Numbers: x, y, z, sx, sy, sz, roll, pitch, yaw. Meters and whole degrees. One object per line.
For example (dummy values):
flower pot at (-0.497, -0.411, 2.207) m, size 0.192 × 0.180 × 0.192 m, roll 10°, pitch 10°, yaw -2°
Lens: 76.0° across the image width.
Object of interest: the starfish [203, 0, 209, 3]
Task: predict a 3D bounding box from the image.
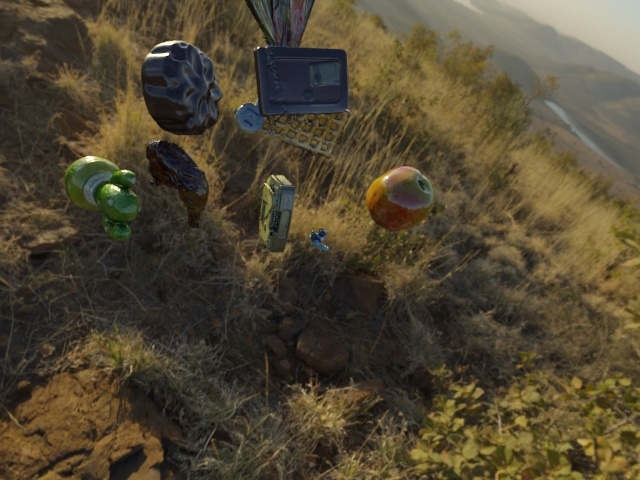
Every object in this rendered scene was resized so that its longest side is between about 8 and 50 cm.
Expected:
starfish at (-0.355, -0.813, 1.138) m, size 0.060 × 0.299 × 0.302 m, roll 7°, pitch -9°, yaw 16°

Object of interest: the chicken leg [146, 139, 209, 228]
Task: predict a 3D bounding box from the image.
chicken leg at (-0.459, -0.180, 1.343) m, size 0.322 × 0.177 × 0.083 m, roll 52°, pitch 28°, yaw -27°

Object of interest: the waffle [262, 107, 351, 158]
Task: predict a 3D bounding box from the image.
waffle at (-0.074, -0.559, 1.878) m, size 0.376 × 0.261 × 0.114 m, roll 20°, pitch 33°, yaw -15°

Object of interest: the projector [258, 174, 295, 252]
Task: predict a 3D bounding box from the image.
projector at (-0.176, -0.108, 1.565) m, size 0.088 × 0.269 × 0.193 m, roll 1°, pitch 25°, yaw -24°

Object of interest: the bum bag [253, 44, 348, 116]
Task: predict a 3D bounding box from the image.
bum bag at (-0.029, -0.264, 0.683) m, size 0.160 × 0.109 × 0.026 m, roll -7°, pitch 17°, yaw -19°

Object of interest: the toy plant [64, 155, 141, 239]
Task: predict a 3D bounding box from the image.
toy plant at (-0.687, -0.150, 1.342) m, size 0.316 × 0.224 × 0.184 m, roll 32°, pitch 16°, yaw 30°

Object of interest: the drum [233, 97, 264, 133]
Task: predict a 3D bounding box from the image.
drum at (-0.241, -0.530, 1.649) m, size 0.130 × 0.049 × 0.253 m, roll 46°, pitch 68°, yaw -15°

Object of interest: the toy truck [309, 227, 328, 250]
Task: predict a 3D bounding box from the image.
toy truck at (0.000, 0.000, 1.639) m, size 0.056 × 0.073 × 0.090 m, roll -91°, pitch 161°, yaw -74°

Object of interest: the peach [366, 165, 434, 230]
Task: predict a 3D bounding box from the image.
peach at (0.270, -0.144, 1.405) m, size 0.231 × 0.231 × 0.231 m, roll 19°, pitch 39°, yaw -16°

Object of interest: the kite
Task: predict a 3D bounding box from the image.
kite at (-0.059, -0.448, 0.829) m, size 0.016 × 0.233 × 0.321 m, roll 20°, pitch 44°, yaw 18°

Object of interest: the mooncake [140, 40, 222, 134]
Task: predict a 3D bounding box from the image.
mooncake at (-0.420, -0.470, 1.277) m, size 0.141 × 0.283 × 0.283 m, roll 1°, pitch 35°, yaw 15°
